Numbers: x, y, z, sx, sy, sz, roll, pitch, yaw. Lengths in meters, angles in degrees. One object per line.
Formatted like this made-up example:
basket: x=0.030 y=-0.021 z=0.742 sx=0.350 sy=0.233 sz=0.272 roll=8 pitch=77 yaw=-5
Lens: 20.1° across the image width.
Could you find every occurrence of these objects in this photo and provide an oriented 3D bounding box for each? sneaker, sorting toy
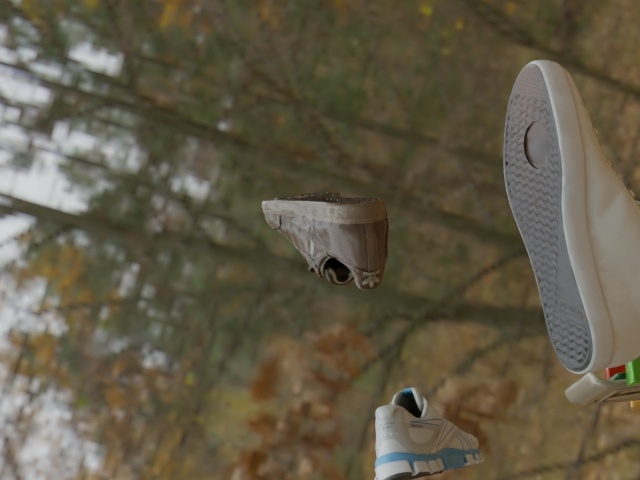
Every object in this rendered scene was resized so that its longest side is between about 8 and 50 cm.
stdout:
sneaker: x=0.098 y=0.176 z=1.665 sx=0.190 sy=0.071 sz=0.083 roll=11 pitch=-114 yaw=-69
sorting toy: x=0.381 y=0.151 z=2.013 sx=0.348 sy=0.196 sz=0.047 roll=98 pitch=170 yaw=-78
sneaker: x=0.000 y=0.000 z=1.439 sx=0.188 sy=0.066 sz=0.071 roll=-171 pitch=76 yaw=-71
sneaker: x=0.253 y=-0.028 z=1.675 sx=0.106 sy=0.123 sz=0.290 roll=-13 pitch=88 yaw=65
